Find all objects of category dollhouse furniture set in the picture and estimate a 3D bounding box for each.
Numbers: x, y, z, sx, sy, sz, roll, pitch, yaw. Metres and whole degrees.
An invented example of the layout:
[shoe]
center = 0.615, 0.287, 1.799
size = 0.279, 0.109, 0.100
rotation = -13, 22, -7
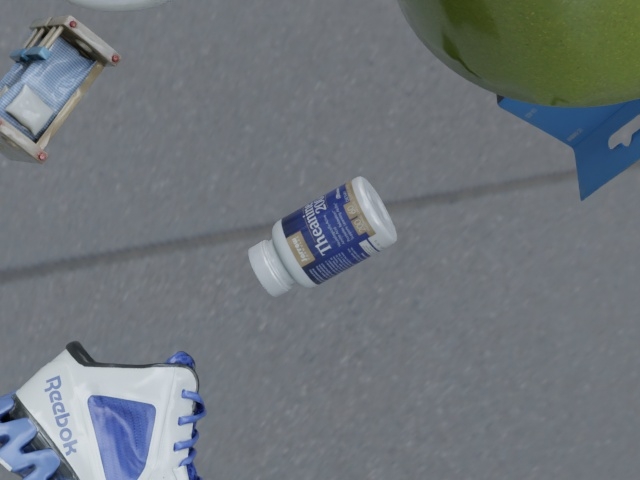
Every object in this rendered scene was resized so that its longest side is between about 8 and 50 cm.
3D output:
[dollhouse furniture set]
center = -0.310, -0.177, 1.500
size = 0.184, 0.129, 0.129
rotation = 39, 78, -23

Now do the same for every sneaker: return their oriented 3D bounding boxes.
[sneaker]
center = -0.143, 0.201, 1.406
size = 0.315, 0.127, 0.182
rotation = 43, 81, 4

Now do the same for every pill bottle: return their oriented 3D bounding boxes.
[pill bottle]
center = 0.000, 0.000, 1.390
size = 0.120, 0.067, 0.067
rotation = -29, 74, 12

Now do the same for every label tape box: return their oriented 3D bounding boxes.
[label tape box]
center = 0.287, -0.243, 1.781
size = 0.106, 0.240, 0.333
rotation = 5, 69, -19

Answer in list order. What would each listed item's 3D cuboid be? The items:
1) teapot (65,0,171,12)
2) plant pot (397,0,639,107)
[teapot]
center = -0.193, -0.361, 1.534
size = 0.252, 0.256, 0.187
rotation = 55, 24, -34
[plant pot]
center = 0.123, -0.251, 0.882
size = 0.275, 0.293, 0.274
rotation = -6, 73, 19
